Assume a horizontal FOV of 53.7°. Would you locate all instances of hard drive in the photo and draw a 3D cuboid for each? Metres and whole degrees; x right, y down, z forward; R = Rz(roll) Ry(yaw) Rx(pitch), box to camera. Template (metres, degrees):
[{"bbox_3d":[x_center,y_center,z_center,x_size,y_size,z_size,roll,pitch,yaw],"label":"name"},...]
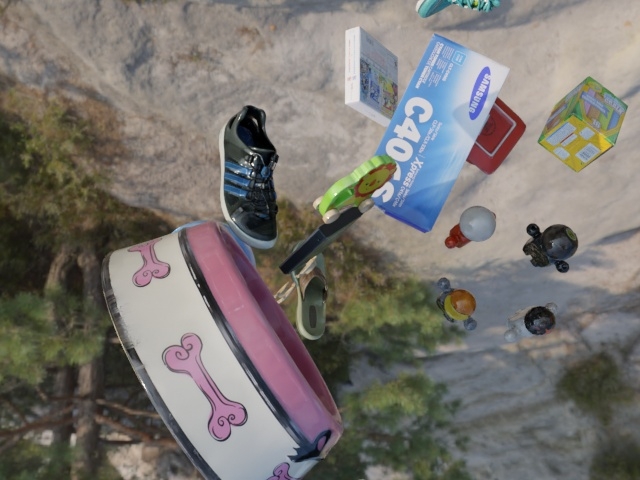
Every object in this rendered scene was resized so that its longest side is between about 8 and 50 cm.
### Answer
[{"bbox_3d":[0.000,0.000,0.979,0.094,0.022,0.135,-33,173,-40],"label":"hard drive"}]

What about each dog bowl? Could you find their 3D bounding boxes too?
[{"bbox_3d":[-0.115,0.151,0.864,0.150,0.408,0.408,-32,145,-3],"label":"dog bowl"}]

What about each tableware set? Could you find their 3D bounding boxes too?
[{"bbox_3d":[-0.062,0.095,1.551,0.020,0.169,0.141,44,166,-5],"label":"tableware set"}]

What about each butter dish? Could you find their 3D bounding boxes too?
[{"bbox_3d":[0.334,-0.235,1.378,0.160,0.160,0.118,41,165,-7],"label":"butter dish"}]

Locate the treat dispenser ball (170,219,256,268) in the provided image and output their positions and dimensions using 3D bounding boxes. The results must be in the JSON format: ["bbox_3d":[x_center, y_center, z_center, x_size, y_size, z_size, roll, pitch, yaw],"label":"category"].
[{"bbox_3d":[-0.332,0.084,1.830,0.288,0.288,0.288,-3,147,-2],"label":"treat dispenser ball"}]

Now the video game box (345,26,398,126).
[{"bbox_3d":[0.130,-0.399,1.567,0.048,0.187,0.205,-7,168,33],"label":"video game box"}]

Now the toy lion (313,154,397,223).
[{"bbox_3d":[0.050,-0.070,0.806,0.100,0.034,0.096,-19,155,-35],"label":"toy lion"}]

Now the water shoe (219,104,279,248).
[{"bbox_3d":[-0.094,-0.089,0.848,0.072,0.203,0.080,-1,154,-33],"label":"water shoe"}]

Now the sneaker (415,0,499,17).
[{"bbox_3d":[0.338,-0.542,1.358,0.275,0.110,0.107,-19,-178,18],"label":"sneaker"}]

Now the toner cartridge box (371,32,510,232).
[{"bbox_3d":[0.213,-0.205,1.230,0.165,0.348,0.075,26,180,2],"label":"toner cartridge box"}]

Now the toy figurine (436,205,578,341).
[{"bbox_3d":[0.306,0.058,1.059,0.213,0.210,0.148,16,171,3],"label":"toy figurine"}]

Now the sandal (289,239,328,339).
[{"bbox_3d":[-0.019,0.143,1.897,0.120,0.303,0.086,0,165,-28],"label":"sandal"}]

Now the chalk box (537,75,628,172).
[{"bbox_3d":[0.657,-0.303,1.569,0.132,0.213,0.132,36,145,-3],"label":"chalk box"}]
